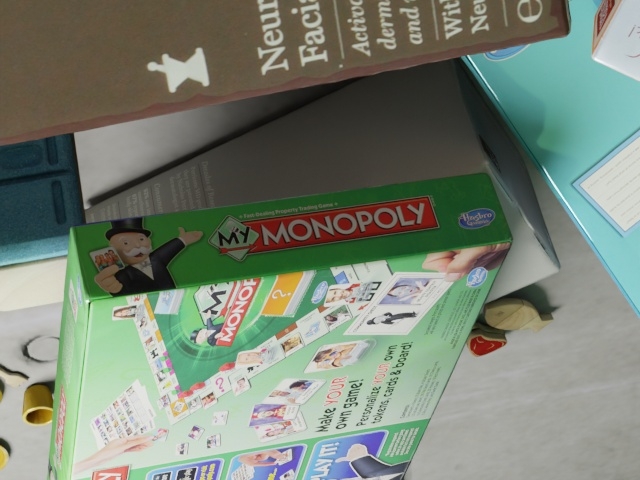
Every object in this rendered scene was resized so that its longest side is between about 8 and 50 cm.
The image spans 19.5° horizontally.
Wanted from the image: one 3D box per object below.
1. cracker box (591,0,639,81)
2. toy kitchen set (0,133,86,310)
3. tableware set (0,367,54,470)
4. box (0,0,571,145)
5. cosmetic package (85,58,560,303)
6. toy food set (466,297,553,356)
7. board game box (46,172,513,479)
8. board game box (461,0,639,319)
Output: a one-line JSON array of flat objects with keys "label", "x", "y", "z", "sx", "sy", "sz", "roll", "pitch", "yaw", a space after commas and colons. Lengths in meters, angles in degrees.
[{"label": "cracker box", "x": 0.240, "y": -0.156, "z": 0.823, "sx": 0.155, "sy": 0.067, "sz": 0.232, "roll": 24, "pitch": 116, "yaw": -3}, {"label": "toy kitchen set", "x": -0.227, "y": -0.050, "z": 0.895, "sx": 0.207, "sy": 0.122, "sz": 0.166, "roll": -11, "pitch": 142, "yaw": -5}, {"label": "tableware set", "x": -0.236, "y": 0.134, "z": 1.205, "sx": 0.154, "sy": 0.024, "sz": 0.104, "roll": -32, "pitch": 139, "yaw": 22}, {"label": "box", "x": -0.103, "y": -0.154, "z": 0.746, "sx": 0.381, "sy": 0.143, "sz": 0.191, "roll": -11, "pitch": 118, "yaw": -2}, {"label": "cosmetic package", "x": 0.000, "y": 0.000, "z": 1.050, "sx": 0.238, "sy": 0.107, "sz": 0.127, "roll": -26, "pitch": 142, "yaw": 10}, {"label": "toy food set", "x": 0.089, "y": 0.048, "z": 1.205, "sx": 0.078, "sy": 0.019, "sz": 0.122, "roll": -34, "pitch": 146, "yaw": 24}, {"label": "board game box", "x": -0.037, "y": 0.081, "z": 1.013, "sx": 0.213, "sy": 0.046, "sz": 0.317, "roll": -7, "pitch": 149, "yaw": -16}, {"label": "board game box", "x": 0.257, "y": -0.053, "z": 0.954, "sx": 0.253, "sy": 0.079, "sz": 0.336, "roll": -29, "pitch": 110, "yaw": 20}]
